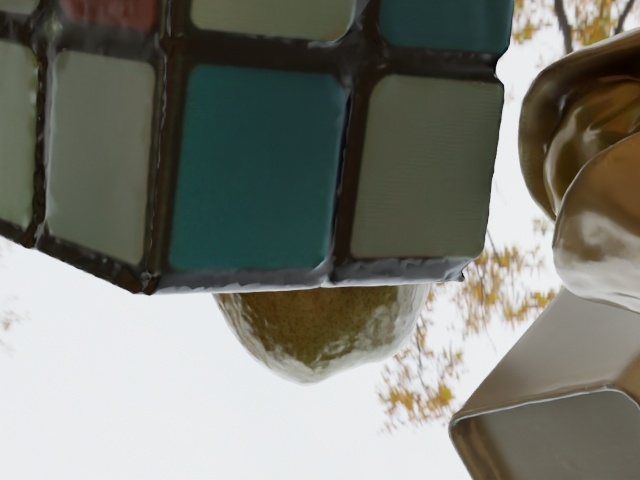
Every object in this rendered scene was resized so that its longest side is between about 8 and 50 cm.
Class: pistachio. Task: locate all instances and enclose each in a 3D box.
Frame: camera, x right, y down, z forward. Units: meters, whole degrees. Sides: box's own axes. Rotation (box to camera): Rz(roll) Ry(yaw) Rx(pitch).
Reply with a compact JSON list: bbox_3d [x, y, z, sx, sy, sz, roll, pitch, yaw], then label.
[{"bbox_3d":[0.241,-0.019,0.690,0.299,0.187,0.187,6,-105,-10],"label":"pistachio"}]

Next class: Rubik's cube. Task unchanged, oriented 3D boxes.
[{"bbox_3d":[-0.040,-0.083,0.594,0.180,0.167,0.183,20,-72,49],"label":"Rubik's cube"}]

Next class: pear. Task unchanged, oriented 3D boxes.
[{"bbox_3d":[0.000,0.000,1.251,0.188,0.228,0.211,0,-65,20],"label":"pear"}]

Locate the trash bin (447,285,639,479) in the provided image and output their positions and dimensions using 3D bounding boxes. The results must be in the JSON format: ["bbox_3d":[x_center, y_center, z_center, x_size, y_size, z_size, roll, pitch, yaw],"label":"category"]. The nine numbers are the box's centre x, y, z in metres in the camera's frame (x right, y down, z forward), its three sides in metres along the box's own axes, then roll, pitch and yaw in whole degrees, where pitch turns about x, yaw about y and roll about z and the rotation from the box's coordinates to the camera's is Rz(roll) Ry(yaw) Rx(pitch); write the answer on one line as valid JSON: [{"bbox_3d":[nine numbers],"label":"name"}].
[{"bbox_3d":[0.297,0.096,1.061,0.367,0.296,0.256,-35,-79,-41],"label":"trash bin"}]
